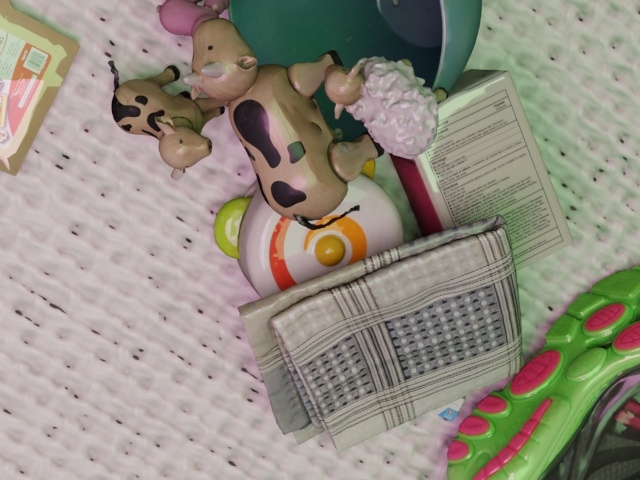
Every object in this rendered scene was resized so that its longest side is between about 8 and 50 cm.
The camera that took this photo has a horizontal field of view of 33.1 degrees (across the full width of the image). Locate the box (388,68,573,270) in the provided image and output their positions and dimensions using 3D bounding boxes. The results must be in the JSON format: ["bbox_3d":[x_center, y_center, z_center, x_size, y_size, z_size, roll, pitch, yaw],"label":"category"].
[{"bbox_3d":[0.185,-0.076,1.321,0.148,0.127,0.232,-25,104,-7],"label":"box"}]

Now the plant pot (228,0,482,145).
[{"bbox_3d":[0.068,-0.268,1.208,0.195,0.290,0.290,-29,109,-45],"label":"plant pot"}]

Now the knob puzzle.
[{"bbox_3d":[-0.398,-0.190,1.217,0.213,0.030,0.213,-2,101,-12],"label":"knob puzzle"}]

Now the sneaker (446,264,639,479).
[{"bbox_3d":[0.379,0.206,1.414,0.482,0.185,0.202,-39,124,-1],"label":"sneaker"}]

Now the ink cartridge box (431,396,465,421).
[{"bbox_3d":[0.169,0.189,1.415,0.048,0.028,0.083,27,93,-16],"label":"ink cartridge box"}]

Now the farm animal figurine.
[{"bbox_3d":[-0.077,-0.145,1.117,0.327,0.330,0.172,51,43,3],"label":"farm animal figurine"}]

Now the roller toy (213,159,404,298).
[{"bbox_3d":[0.000,0.000,1.282,0.209,0.146,0.191,-34,106,-6],"label":"roller toy"}]

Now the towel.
[{"bbox_3d":[0.085,0.126,1.265,0.324,0.056,0.312,-20,141,-1],"label":"towel"}]
